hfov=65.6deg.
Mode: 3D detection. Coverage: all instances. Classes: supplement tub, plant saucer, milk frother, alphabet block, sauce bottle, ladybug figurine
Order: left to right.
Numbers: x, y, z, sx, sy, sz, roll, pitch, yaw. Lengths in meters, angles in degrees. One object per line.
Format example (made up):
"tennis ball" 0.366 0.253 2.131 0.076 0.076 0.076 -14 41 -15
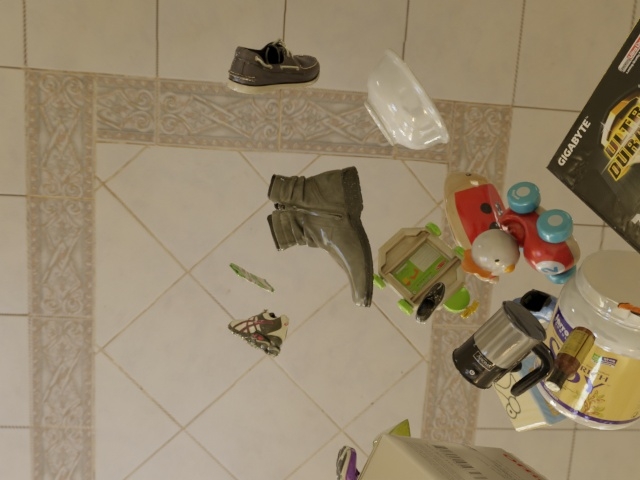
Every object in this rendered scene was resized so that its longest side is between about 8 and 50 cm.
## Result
"plant saucer" 0.175 0.551 1.216 0.045 0.188 0.188 3 60 -12
"ladybug figurine" 0.607 -0.062 1.867 0.162 0.305 0.448 -23 81 39
"milk frother" 0.318 0.173 0.843 0.129 0.143 0.134 36 120 1
"alphabet block" 0.663 0.441 1.486 0.194 0.197 0.192 -15 67 -14
"sauce bottle" 0.429 0.204 0.857 0.128 0.042 0.042 -41 100 -25
"supplement tub" 0.613 0.210 1.054 0.241 0.241 0.331 -4 126 -5

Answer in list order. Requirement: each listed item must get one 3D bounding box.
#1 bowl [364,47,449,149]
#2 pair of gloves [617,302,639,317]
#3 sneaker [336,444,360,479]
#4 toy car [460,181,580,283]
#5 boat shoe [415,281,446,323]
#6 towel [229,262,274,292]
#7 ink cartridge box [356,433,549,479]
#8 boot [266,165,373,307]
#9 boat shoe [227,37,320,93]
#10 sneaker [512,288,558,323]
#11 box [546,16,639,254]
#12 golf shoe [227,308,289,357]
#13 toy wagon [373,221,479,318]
"bowl" 0.210 -0.352 1.339 0.134 0.298 0.297 -34 99 11
"pair of gloves" 0.398 0.085 0.568 0.084 0.074 0.010 3 103 -19
"sneaker" 0.068 0.473 0.958 0.071 0.068 0.169 -6 100 -3
"toy car" 0.457 0.028 1.186 0.238 0.210 0.219 -32 136 4
"boat shoe" 0.306 0.167 1.366 0.049 0.040 0.142 25 63 26
"towel" -0.233 0.126 1.696 0.152 0.113 0.023 33 87 -29
"ink cartridge box" 0.193 0.326 0.538 0.283 0.207 0.117 26 91 -40
"boot" 0.000 0.000 0.836 0.161 0.083 0.246 -10 86 3
"boat shoe" -0.061 -0.275 0.767 0.075 0.206 0.064 26 125 24
"sneaker" 0.819 0.240 1.893 0.147 0.330 0.129 37 80 -4
"box" 0.543 -0.165 0.791 0.080 0.257 0.321 -16 144 -24
"golf shoe" -0.183 0.270 1.516 0.105 0.273 0.120 41 70 -31
"toy wagon" 0.334 0.112 1.530 0.267 0.068 0.344 -42 66 -8
